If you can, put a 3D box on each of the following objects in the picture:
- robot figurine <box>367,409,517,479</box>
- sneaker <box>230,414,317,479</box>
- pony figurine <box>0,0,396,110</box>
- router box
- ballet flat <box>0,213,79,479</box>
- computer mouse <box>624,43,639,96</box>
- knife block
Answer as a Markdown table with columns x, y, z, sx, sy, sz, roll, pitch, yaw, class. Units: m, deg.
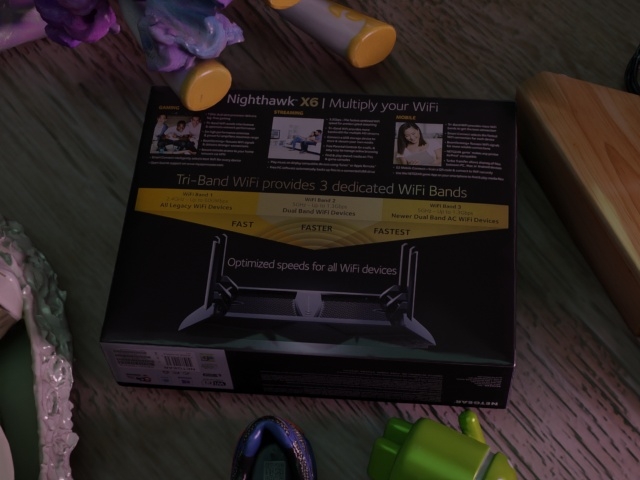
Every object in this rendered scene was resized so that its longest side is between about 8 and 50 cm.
| x | y | z | sx | sy | sz | roll | pitch | yaw | class |
| --- | --- | --- | --- | --- | --- | --- | --- | --- | --- |
| 0.094 | 0.175 | 0.932 | 0.115 | 0.067 | 0.101 | 24 | 38 | 14 | robot figurine |
| -0.036 | 0.228 | 0.906 | 0.083 | 0.087 | 0.221 | -10 | 65 | 0 | sneaker |
| -0.157 | -0.257 | 1.051 | 0.351 | 0.303 | 0.363 | -21 | 51 | -38 | pony figurine |
| 0.000 | 0.000 | 0.996 | 0.308 | 0.081 | 0.243 | 4 | 59 | 5 | router box |
| -0.248 | 0.107 | 0.920 | 0.147 | 0.147 | 0.409 | -19 | 57 | -5 | ballet flat |
| 0.358 | -0.204 | 1.107 | 0.242 | 0.041 | 0.071 | -36 | 103 | -8 | computer mouse |
| 0.257 | 0.015 | 0.983 | 0.275 | 0.088 | 0.242 | 17 | 67 | 10 | knife block |
